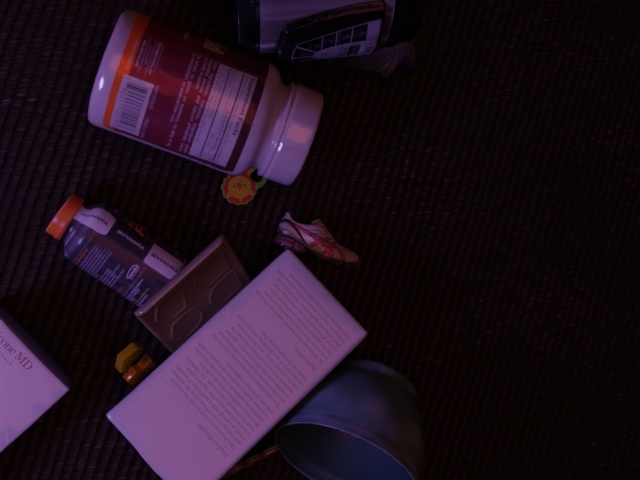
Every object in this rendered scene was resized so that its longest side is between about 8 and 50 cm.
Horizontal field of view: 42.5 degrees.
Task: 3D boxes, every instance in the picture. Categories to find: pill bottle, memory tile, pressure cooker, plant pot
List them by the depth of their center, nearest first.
[{"bbox_3d":[0.038,-0.533,1.506,0.420,0.370,0.375,-5,132,-7],"label":"pressure cooker"},{"bbox_3d":[-0.208,-0.255,1.530,0.392,0.224,0.224,19,85,-13],"label":"pill bottle"},{"bbox_3d":[-0.385,0.016,1.539,0.245,0.130,0.130,36,81,-14],"label":"pill bottle"},{"bbox_3d":[-0.137,0.433,1.612,0.113,0.148,0.012,-23,77,-16],"label":"memory tile"},{"bbox_3d":[0.082,0.361,1.626,0.293,0.293,0.196,38,54,-14],"label":"plant pot"}]

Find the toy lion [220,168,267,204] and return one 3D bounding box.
[{"bbox_3d":[-0.153,-0.121,1.660,0.100,0.034,0.096,-13,101,-16],"label":"toy lion"}]

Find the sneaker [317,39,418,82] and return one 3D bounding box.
[{"bbox_3d":[0.104,-0.369,1.707,0.223,0.083,0.098,-18,100,-16],"label":"sneaker"}]

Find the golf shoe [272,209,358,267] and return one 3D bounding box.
[{"bbox_3d":[0.000,0.000,1.686,0.186,0.067,0.086,22,83,-15],"label":"golf shoe"}]

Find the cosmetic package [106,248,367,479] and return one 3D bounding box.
[{"bbox_3d":[-0.155,0.255,1.575,0.453,0.161,0.230,-42,89,-12],"label":"cosmetic package"}]

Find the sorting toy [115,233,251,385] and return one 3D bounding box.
[{"bbox_3d":[-0.272,0.132,1.543,0.307,0.229,0.041,-43,66,-12],"label":"sorting toy"}]

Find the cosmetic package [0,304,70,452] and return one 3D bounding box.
[{"bbox_3d":[-0.655,0.310,1.449,0.385,0.156,0.217,-45,100,-11],"label":"cosmetic package"}]
